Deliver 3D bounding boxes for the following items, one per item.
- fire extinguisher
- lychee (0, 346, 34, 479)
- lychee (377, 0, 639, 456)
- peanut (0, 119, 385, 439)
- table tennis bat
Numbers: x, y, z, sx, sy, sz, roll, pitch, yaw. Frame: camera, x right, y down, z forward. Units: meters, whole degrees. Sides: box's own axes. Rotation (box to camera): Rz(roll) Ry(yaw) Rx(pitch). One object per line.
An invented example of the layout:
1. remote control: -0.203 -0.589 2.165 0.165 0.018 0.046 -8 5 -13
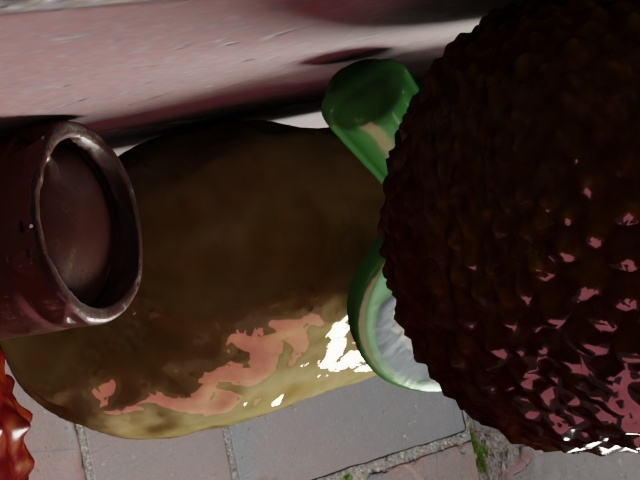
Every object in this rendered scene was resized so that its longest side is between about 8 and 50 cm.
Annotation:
1. fire extinguisher: -0.224 0.019 0.649 0.269 0.104 0.105 -10 -179 21
2. lychee: -0.447 0.202 1.117 0.425 0.424 0.500 -11 159 -5
3. lychee: 0.110 -0.007 0.518 0.194 0.194 0.194 -11 -179 0
4. peanut: 0.000 0.000 0.796 0.387 0.169 0.192 -16 152 -10
5. table tennis bat: 0.071 -0.004 0.685 0.160 0.039 0.257 -36 137 4
